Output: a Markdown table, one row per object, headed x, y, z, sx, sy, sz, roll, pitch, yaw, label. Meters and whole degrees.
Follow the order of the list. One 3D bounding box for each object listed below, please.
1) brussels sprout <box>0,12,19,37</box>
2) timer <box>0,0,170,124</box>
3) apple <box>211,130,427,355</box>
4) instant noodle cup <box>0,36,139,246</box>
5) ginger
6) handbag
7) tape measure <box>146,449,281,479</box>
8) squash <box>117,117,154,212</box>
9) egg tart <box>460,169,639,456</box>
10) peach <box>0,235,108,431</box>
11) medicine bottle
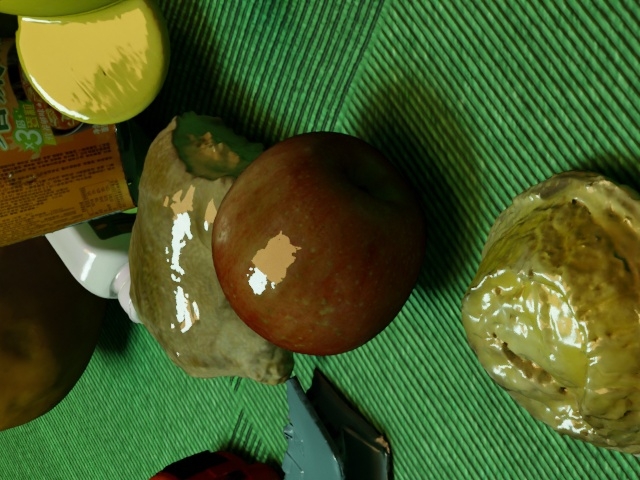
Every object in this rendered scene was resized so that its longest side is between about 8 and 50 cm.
| x | y | z | sx | sy | sz | roll | pitch | yaw | label |
| --- | --- | --- | --- | --- | --- | --- | --- | --- | --- |
| -0.331 | -0.287 | 1.888 | 0.244 | 0.244 | 0.244 | 40 | 140 | 45 | brussels sprout |
| -0.202 | -0.324 | 1.531 | 0.387 | 0.376 | 0.376 | 45 | 152 | -3 | timer |
| 0.000 | 0.000 | 1.518 | 0.181 | 0.181 | 0.168 | 55 | 126 | 28 | apple |
| -0.281 | -0.103 | 1.798 | 0.230 | 0.182 | 0.230 | -9 | -90 | -89 | instant noodle cup |
| -0.094 | 0.013 | 1.743 | 0.221 | 0.130 | 0.275 | -15 | 97 | 57 | ginger |
| 0.005 | 0.249 | 1.794 | 0.144 | 0.057 | 0.221 | 47 | 145 | 45 | handbag |
| -0.104 | 0.357 | 1.995 | 0.260 | 0.114 | 0.253 | -3 | 104 | 62 | tape measure |
| -0.279 | -0.154 | 2.003 | 0.378 | 0.101 | 0.101 | 51 | 147 | 33 | squash |
| 0.181 | 0.061 | 1.314 | 0.252 | 0.098 | 0.232 | 26 | 133 | 49 | egg tart |
| -0.405 | 0.057 | 2.148 | 0.343 | 0.302 | 0.343 | 42 | 153 | 27 | peach |
| -0.228 | -0.003 | 1.982 | 0.219 | 0.115 | 0.078 | 50 | 129 | 33 | medicine bottle |
